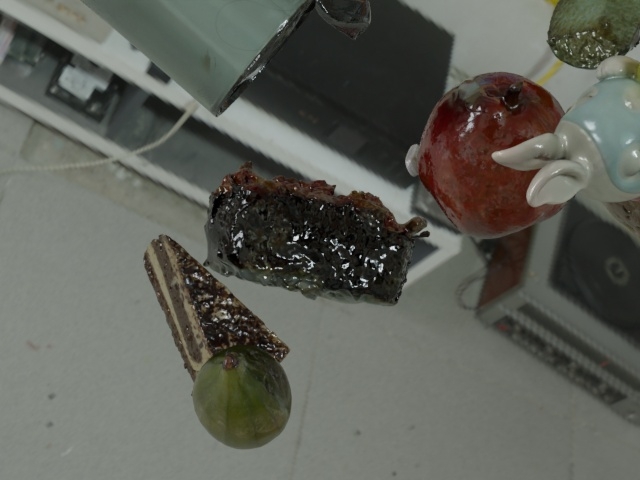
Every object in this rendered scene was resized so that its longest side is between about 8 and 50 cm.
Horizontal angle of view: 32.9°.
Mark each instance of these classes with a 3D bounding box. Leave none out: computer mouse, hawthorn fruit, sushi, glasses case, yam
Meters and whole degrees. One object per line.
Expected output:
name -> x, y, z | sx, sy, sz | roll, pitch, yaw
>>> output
computer mouse -> 0.039, -0.384, 1.752 | 0.172, 0.057, 0.099 | 3, 66, -61
hawthorn fruit -> 0.201, -0.108, 1.215 | 0.185, 0.202, 0.185 | 0, 54, 0
sushi -> 0.000, 0.000, 1.642 | 0.343, 0.196, 0.181 | 10, 98, -20
glasses case -> 0.153, -0.130, 1.752 | 0.032, 0.021, 0.083 | 65, 22, -18
yam -> 0.342, -0.273, 1.270 | 0.106, 0.106, 0.259 | 51, 34, 1

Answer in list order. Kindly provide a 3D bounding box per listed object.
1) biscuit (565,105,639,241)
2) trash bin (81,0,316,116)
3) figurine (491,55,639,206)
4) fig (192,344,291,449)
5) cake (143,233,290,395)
biscuit -> 0.534, -0.083, 1.900 | 0.044, 0.217, 0.325 | -37, 71, -7
trash bin -> -0.159, -0.318, 1.348 | 0.262, 0.277, 0.217 | 40, 71, -4
figurine -> 0.263, -0.092, 0.889 | 0.235, 0.155, 0.127 | -7, 66, -42
fig -> -0.113, 0.179, 1.334 | 0.185, 0.127, 0.133 | 44, 42, -49
cake -> -0.145, 0.098, 1.548 | 0.135, 0.112, 0.246 | -17, 80, -33
